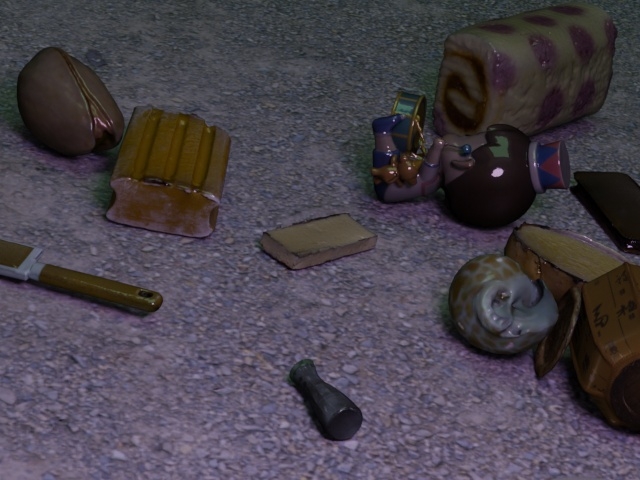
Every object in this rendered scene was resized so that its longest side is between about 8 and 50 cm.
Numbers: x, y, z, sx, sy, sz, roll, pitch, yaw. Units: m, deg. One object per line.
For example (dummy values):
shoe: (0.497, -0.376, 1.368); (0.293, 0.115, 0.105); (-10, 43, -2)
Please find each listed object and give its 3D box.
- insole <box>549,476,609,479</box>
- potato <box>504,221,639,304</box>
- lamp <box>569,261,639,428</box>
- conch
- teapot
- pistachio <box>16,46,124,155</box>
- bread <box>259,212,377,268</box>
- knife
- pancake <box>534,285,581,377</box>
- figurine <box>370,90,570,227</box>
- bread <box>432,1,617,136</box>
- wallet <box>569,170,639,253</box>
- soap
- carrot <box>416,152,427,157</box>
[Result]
insole: (0.231, 0.267, 1.487); (0.197, 0.004, 0.065); (-2, 32, -26)
potato: (0.321, 0.055, 1.836); (0.200, 0.081, 0.164); (25, 22, 16)
lamp: (0.365, 0.120, 1.659); (0.161, 0.161, 0.185); (9, 29, -7)
conch: (0.209, 0.079, 1.727); (0.116, 0.106, 0.173); (-19, 38, -20)
teapot: (0.002, 0.165, 1.546); (0.042, 0.043, 0.111); (-4, 28, -28)
pistachio: (-0.334, -0.180, 1.946); (0.124, 0.124, 0.185); (-17, 43, -42)
bread: (0.000, 0.000, 1.855); (0.153, 0.028, 0.068); (-16, 39, -43)
knife: (-0.339, 0.027, 1.666); (0.343, 0.027, 0.061); (13, 32, 8)
pancake: (0.276, 0.105, 1.689); (0.011, 0.115, 0.115); (22, 27, -7)
figurine: (0.203, -0.104, 1.991); (0.275, 0.158, 0.161); (15, -12, 8)
bread: (0.327, -0.259, 2.295); (0.155, 0.187, 0.338); (28, 31, 34)
wallet: (0.444, -0.041, 2.108); (0.110, 0.031, 0.198); (2, 30, -19)
soap: (-0.193, -0.094, 1.899); (0.140, 0.073, 0.232); (12, 28, -5)
carrot: (0.222, -0.113, 2.139); (0.247, 0.043, 0.043); (-1, 31, -21)
